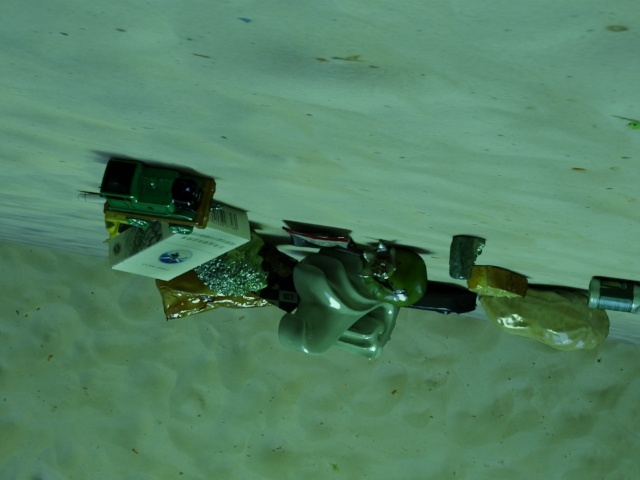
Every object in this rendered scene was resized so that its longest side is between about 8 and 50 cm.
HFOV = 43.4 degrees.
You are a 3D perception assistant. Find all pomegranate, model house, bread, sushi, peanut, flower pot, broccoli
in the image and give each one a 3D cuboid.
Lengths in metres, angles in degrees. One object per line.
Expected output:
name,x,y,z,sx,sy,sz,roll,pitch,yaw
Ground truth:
pomegranate,0.161,0.073,1.819,0.152,0.131,0.191,10,166,21
model house,0.282,0.037,1.556,0.066,0.083,0.079,8,172,-2
bread,0.432,0.103,1.969,0.103,0.065,0.187,-3,168,37
sushi,-0.108,0.071,2.034,0.231,0.047,0.220,27,-148,22
peanut,0.589,0.200,2.134,0.340,0.158,0.174,8,-165,36
flower pot,0.058,0.153,1.969,0.165,0.254,0.367,15,180,37
bread,-0.266,0.104,2.154,0.344,0.148,0.195,-8,-159,-12
broccoli,-0.216,0.041,1.898,0.176,0.198,0.226,-26,-164,11

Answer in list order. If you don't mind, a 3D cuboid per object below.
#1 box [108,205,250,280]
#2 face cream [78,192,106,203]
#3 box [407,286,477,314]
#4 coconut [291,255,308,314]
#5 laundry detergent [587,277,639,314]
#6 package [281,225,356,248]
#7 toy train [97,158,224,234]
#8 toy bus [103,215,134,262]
box,-0.295,-0.001,1.681,0.256,0.069,0.164,-24,154,31
face cream,-0.475,-0.091,1.770,0.115,0.020,0.038,5,171,12
box,0.337,0.186,2.577,0.289,0.073,0.290,4,179,26
coconut,0.011,0.140,2.269,0.224,0.224,0.224,9,173,1
laundry detergent,0.712,0.131,1.783,0.226,0.070,0.099,8,166,16
package,0.000,0.000,1.815,0.154,0.030,0.239,7,177,5
toy train,-0.280,-0.078,1.364,0.228,0.091,0.136,8,162,12
toy bus,-0.420,0.004,1.917,0.144,0.152,0.330,10,173,0
